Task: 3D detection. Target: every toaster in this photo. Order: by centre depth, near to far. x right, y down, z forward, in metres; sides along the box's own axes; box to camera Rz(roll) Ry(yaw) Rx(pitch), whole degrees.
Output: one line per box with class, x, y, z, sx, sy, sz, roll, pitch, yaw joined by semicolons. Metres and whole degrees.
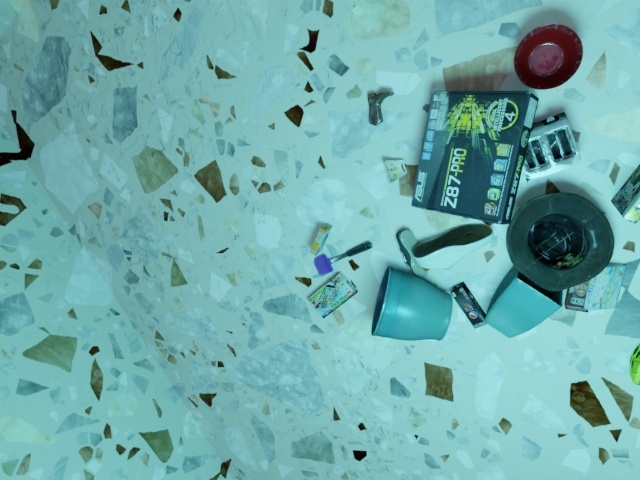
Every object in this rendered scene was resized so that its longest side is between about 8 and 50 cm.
toaster;0.708;-0.288;1.399;0.168;0.110;0.185;-19;99;29

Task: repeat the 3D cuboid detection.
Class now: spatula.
spatula;0.090;0.067;1.839;0.297;0.030;0.084;-26;93;29

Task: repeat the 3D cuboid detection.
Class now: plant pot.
plant pot;0.693;0.214;1.553;0.166;0.166;0.234;35;127;10
plant pot;0.347;0.255;1.672;0.256;0.271;0.271;13;113;3

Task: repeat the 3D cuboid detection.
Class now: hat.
hat;0.759;-0.009;1.449;0.332;0.134;0.330;2;105;7

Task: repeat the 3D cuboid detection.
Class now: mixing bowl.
mixing bowl;0.677;-0.545;1.332;0.182;0.098;0.181;7;109;21

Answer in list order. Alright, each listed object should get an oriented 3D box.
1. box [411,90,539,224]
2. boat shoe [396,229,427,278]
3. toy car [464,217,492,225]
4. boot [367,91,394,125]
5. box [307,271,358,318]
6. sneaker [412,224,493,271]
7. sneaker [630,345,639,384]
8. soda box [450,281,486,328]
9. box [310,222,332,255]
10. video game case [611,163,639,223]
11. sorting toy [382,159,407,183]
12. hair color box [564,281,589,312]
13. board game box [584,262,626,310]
box;0.481;-0.272;1.424;0.319;0.097;0.394;18;103;41
boat shoe;0.352;0.052;1.714;0.205;0.075;0.065;63;162;-12
toy car;0.569;-0.086;1.583;0.122;0.060;0.040;28;162;31
boot;0.220;-0.473;1.596;0.107;0.037;0.114;4;106;37
box;0.051;0.236;1.911;0.114;0.036;0.207;49;119;2
sneaker;0.493;0.033;1.628;0.290;0.105;0.123;-20;129;22
sneaker;1.112;0.363;1.439;0.124;0.109;0.295;25;115;19
soda box;0.560;0.244;1.673;0.053;0.060;0.168;-33;91;28
box;0.000;0.000;1.828;0.028;0.081;0.136;31;116;12
video game case;0.933;-0.168;1.270;0.042;0.232;0.210;32;118;13
sorting toy;0.279;-0.263;1.641;0.075;0.045;0.083;-15;100;20
hair color box;0.883;0.169;1.513;0.072;0.043;0.141;7;109;22
board game box;0.936;0.153;1.464;0.104;0.026;0.153;-2;109;-11
